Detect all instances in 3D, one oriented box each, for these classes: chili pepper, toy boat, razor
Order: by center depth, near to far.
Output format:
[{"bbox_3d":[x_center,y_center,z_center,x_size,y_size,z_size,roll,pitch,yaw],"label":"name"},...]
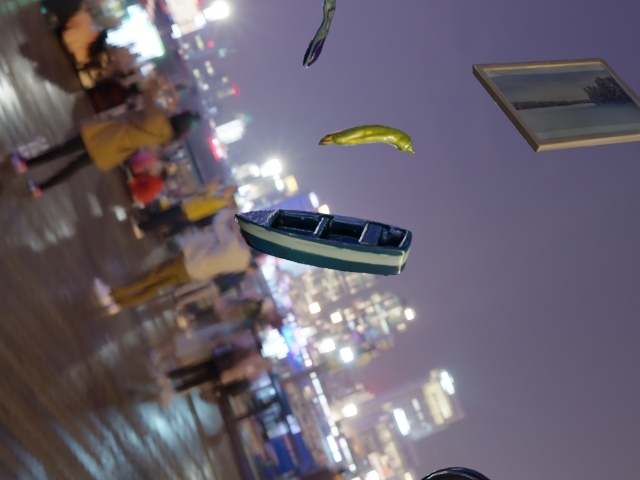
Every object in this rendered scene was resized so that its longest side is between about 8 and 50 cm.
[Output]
[{"bbox_3d":[0.001,-0.293,1.461,0.028,0.044,0.154,39,-46,28],"label":"razor"},{"bbox_3d":[0.000,0.000,1.806,0.096,0.299,0.061,-62,159,-57],"label":"toy boat"},{"bbox_3d":[0.097,-0.206,2.157,0.049,0.208,0.043,122,-35,-48],"label":"chili pepper"}]

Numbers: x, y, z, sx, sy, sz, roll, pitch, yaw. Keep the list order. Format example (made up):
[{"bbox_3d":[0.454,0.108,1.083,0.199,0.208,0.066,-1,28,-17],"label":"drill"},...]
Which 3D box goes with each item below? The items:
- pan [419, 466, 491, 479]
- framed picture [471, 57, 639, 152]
[{"bbox_3d":[0.204,0.339,1.268,0.028,0.235,0.136,44,54,-69],"label":"pan"},{"bbox_3d":[0.421,-0.234,1.839,0.213,0.289,0.016,60,-35,36],"label":"framed picture"}]
